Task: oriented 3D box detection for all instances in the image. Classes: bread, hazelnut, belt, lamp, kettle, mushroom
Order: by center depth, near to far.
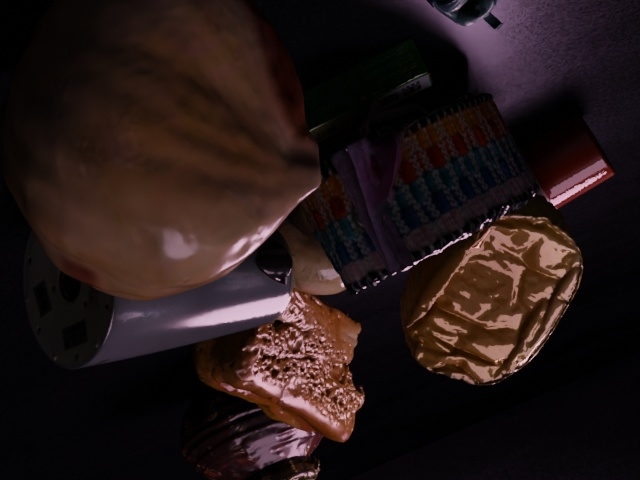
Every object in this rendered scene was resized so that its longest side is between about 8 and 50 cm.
[{"bbox_3d":[-0.119,-0.075,0.874,0.241,0.261,0.261,19,145,-9],"label":"hazelnut"},{"bbox_3d":[-0.168,0.046,1.175,0.243,0.160,0.210,0,162,-45],"label":"kettle"},{"bbox_3d":[0.091,-0.060,1.231,0.295,0.160,0.207,-25,177,-46],"label":"belt"},{"bbox_3d":[0.000,0.000,1.347,0.148,0.148,0.112,-8,120,-36],"label":"mushroom"},{"bbox_3d":[0.203,0.051,1.439,0.133,0.179,0.250,-83,-162,-69],"label":"bread"},{"bbox_3d":[-0.038,0.146,1.559,0.109,0.185,0.380,9,163,29],"label":"bread"},{"bbox_3d":[-0.096,0.285,1.783,0.247,0.247,0.247,-21,159,-9],"label":"lamp"}]

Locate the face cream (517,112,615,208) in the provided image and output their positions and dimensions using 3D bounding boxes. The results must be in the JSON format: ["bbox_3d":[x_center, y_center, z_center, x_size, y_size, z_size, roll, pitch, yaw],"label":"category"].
[{"bbox_3d":[0.263,-0.070,1.507,0.214,0.096,0.096,-32,158,16],"label":"face cream"}]

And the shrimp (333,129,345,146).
[{"bbox_3d":[-0.012,-0.097,1.251,0.083,0.023,0.114,-10,151,-39],"label":"shrimp"}]

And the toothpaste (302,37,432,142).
[{"bbox_3d":[0.022,-0.138,1.161,0.178,0.043,0.037,-26,159,4],"label":"toothpaste"}]

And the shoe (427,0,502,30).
[{"bbox_3d":[0.109,-0.228,1.007,0.064,0.071,0.143,-33,153,19],"label":"shoe"}]
